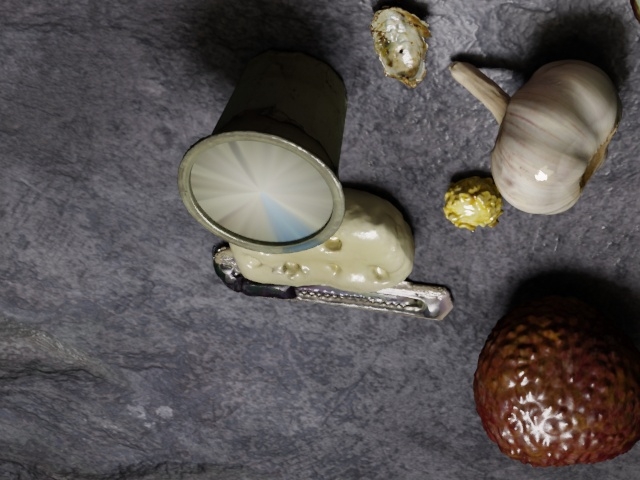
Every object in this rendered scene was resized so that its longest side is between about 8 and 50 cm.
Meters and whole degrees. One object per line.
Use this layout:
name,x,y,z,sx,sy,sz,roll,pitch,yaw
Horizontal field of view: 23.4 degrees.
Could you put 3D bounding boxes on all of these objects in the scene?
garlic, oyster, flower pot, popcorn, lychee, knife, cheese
garlic,0.241,-0.152,1.848,0.226,0.199,0.199,35,145,16
oyster,0.096,-0.236,1.883,0.086,0.029,0.132,21,144,2
flower pot,-0.053,-0.127,1.924,0.212,0.203,0.212,10,143,8
popcorn,0.205,-0.048,2.054,0.083,0.057,0.082,36,130,-19
lychee,0.338,0.200,2.165,0.260,0.261,0.261,9,141,7
knife,0.014,0.070,2.269,0.365,0.043,0.089,10,142,6
cheese,0.000,0.001,2.152,0.262,0.093,0.159,2,141,14

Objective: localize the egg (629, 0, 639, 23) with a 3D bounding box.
egg,0.440,-0.272,1.621,0.231,0.169,0.169,-6,138,6
